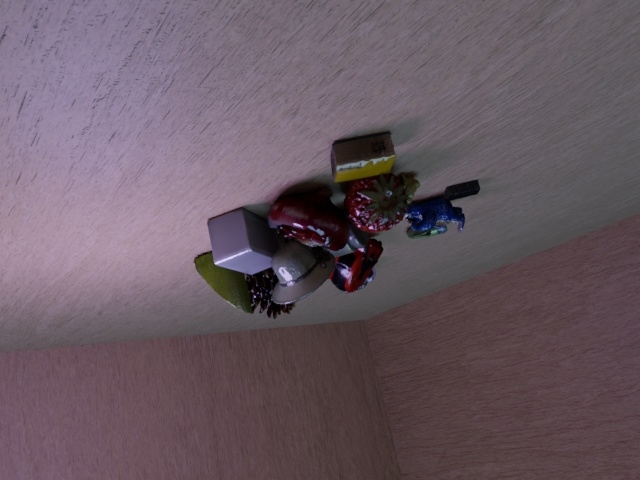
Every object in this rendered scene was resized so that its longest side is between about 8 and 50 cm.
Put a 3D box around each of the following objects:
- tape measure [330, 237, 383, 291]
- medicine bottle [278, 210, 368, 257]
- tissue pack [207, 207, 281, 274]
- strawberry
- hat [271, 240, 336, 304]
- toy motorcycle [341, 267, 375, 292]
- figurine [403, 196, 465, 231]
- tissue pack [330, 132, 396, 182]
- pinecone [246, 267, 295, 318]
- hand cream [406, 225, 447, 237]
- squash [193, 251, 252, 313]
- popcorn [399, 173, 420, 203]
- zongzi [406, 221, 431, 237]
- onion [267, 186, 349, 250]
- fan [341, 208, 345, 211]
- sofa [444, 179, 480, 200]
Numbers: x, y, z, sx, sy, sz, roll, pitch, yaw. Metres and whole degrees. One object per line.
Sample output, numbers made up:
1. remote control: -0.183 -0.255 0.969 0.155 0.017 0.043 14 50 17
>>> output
1. tape measure: 0.149 0.092 2.193 0.114 0.260 0.253 28 -179 23
2. medicine bottle: 0.000 0.000 1.911 0.322 0.151 0.151 -18 162 25
3. tissue pack: -0.245 0.007 1.777 0.136 0.159 0.246 -20 161 18
4. strawberry: 0.156 -0.117 1.666 0.205 0.205 0.244 -6 -179 -21
5. hat: -0.086 0.079 1.733 0.257 0.130 0.257 -29 -157 13
6. toy motorcycle: 0.144 0.156 2.582 0.188 0.143 0.327 -33 140 29
7. figurine: 0.414 -0.106 1.984 0.262 0.120 0.164 1 -162 -16
8. tissue pack: 0.114 -0.221 1.439 0.169 0.082 0.120 -11 164 -5
9. pinecone: -0.255 0.239 2.374 0.292 0.246 0.246 1 158 -32
10. hand cream: 0.471 -0.040 2.335 0.175 0.046 0.095 -11 165 18
11. squash: -0.381 0.181 2.056 0.189 0.260 0.189 -13 165 -4
12. popcorn: 0.277 -0.167 1.732 0.097 0.089 0.109 -48 173 -5
13. zongzi: 0.410 -0.055 2.245 0.104 0.052 0.113 -12 151 16
14. onion: -0.028 -0.082 1.672 0.272 0.195 0.272 22 176 2
15. fan: 0.125 -0.082 2.009 0.223 0.012 0.294 -24 159 30
16. sofa: 0.517 -0.182 1.925 0.118 0.039 0.060 -13 161 1
